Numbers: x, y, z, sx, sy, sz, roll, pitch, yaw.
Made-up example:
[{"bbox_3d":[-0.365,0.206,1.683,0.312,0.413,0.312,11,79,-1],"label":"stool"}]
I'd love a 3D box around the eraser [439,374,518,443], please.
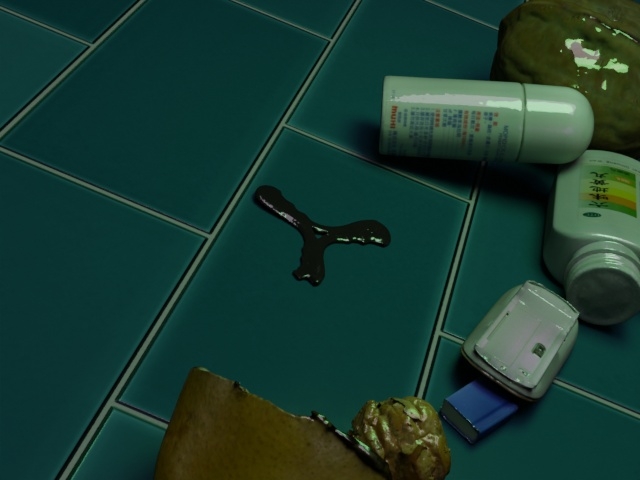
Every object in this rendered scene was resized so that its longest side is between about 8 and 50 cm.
[{"bbox_3d":[0.198,0.211,1.307,0.084,0.027,0.063,-22,55,-42],"label":"eraser"}]

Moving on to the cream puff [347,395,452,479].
[{"bbox_3d":[0.081,0.234,1.161,0.104,0.119,0.133,-32,33,-26],"label":"cream puff"}]

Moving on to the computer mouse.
[{"bbox_3d":[0.271,0.137,1.406,0.126,0.056,0.245,33,34,12],"label":"computer mouse"}]

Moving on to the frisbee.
[{"bbox_3d":[0.000,0.000,1.482,0.210,0.012,0.187,17,38,-8],"label":"frisbee"}]

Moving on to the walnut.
[{"bbox_3d":[0.461,-0.296,1.840,0.344,0.306,0.306,39,40,11],"label":"walnut"}]

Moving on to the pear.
[{"bbox_3d":[-0.063,0.261,1.020,0.266,0.267,0.178,30,70,11],"label":"pear"}]

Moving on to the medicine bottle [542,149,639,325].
[{"bbox_3d":[0.440,-0.009,1.612,0.179,0.124,0.324,16,39,5],"label":"medicine bottle"}]

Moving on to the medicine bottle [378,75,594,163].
[{"bbox_3d":[0.266,-0.192,1.676,0.340,0.130,0.130,4,38,3],"label":"medicine bottle"}]
